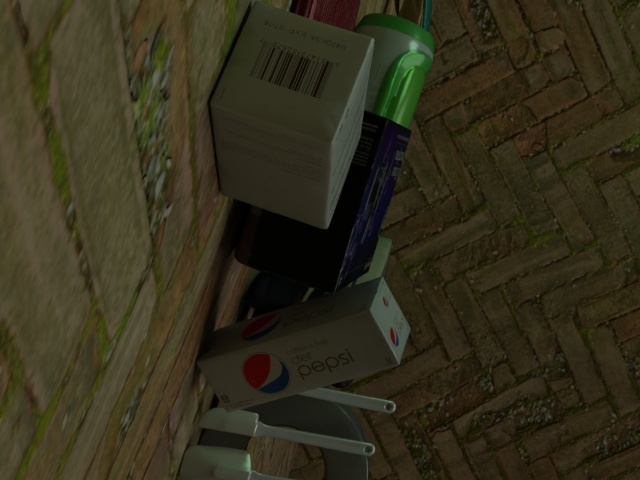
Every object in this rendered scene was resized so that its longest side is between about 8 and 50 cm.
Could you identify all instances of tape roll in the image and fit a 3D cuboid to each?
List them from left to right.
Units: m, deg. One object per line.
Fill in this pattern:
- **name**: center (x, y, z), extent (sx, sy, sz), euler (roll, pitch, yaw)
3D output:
- **tape roll**: center (-0.047, 0.288, 1.413), extent (0.072, 0.219, 0.219), euler (-18, 127, -86)

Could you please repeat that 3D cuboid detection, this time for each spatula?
- **spatula**: center (-0.036, 0.239, 1.330), extent (0.019, 0.242, 0.168), euler (-159, -95, -70)

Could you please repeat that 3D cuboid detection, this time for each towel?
- **towel**: center (-0.019, -0.158, 1.196), extent (0.237, 0.037, 0.329), euler (-55, 161, -66)

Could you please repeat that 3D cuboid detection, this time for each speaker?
- **speaker**: center (0.062, -0.159, 1.529), extent (0.131, 0.131, 0.296), euler (77, 32, -80)

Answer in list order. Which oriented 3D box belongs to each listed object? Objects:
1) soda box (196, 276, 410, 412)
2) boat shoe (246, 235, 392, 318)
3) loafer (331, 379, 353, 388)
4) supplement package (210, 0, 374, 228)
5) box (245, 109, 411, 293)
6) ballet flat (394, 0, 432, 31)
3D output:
- **soda box**: center (-0.019, 0.112, 1.166), extent (0.074, 0.216, 0.069), euler (61, 26, -20)
- **boat shoe**: center (0.001, 0.062, 1.479), extent (0.340, 0.158, 0.127), euler (-55, 156, -72)
- **loafer**: center (0.058, 0.152, 1.732), extent (0.061, 0.062, 0.170), euler (122, -15, -79)
- **supplement package**: center (-0.024, -0.101, 0.935), extent (0.179, 0.105, 0.105), euler (96, 13, -68)
- **box**: center (0.017, -0.053, 1.191), extent (0.261, 0.103, 0.184), euler (-20, 129, -79)
- **ballet flat**: center (0.163, -0.458, 1.857), extent (0.080, 0.073, 0.232), euler (-45, 147, -60)
